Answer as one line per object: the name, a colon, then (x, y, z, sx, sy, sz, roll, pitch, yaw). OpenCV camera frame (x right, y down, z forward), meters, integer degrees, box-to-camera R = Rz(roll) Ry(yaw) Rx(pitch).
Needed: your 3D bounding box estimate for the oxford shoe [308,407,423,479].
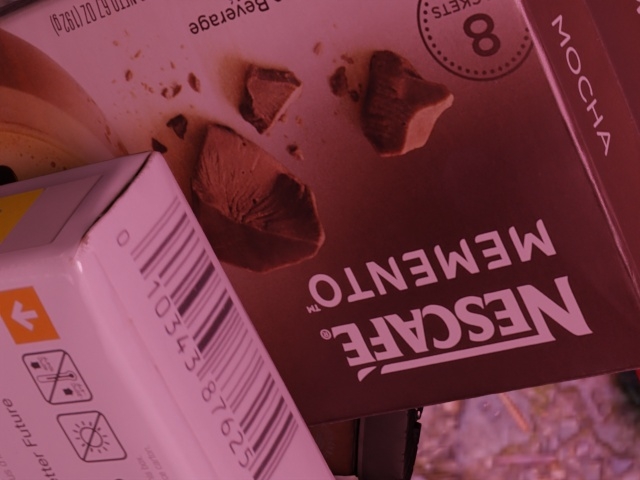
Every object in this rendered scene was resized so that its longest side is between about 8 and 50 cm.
oxford shoe: (0.000, 0.000, 0.633, 0.096, 0.083, 0.227, 7, 107, 12)

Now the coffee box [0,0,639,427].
coffee box: (-0.024, -0.029, 0.516, 0.119, 0.297, 0.168, -43, 114, -52)

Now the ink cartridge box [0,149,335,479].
ink cartridge box: (-0.122, 0.130, 0.551, 0.303, 0.307, 0.072, 63, 38, -26)

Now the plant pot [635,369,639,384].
plant pot: (0.261, 0.020, 0.668, 0.174, 0.191, 0.191, 3, 99, -20)
